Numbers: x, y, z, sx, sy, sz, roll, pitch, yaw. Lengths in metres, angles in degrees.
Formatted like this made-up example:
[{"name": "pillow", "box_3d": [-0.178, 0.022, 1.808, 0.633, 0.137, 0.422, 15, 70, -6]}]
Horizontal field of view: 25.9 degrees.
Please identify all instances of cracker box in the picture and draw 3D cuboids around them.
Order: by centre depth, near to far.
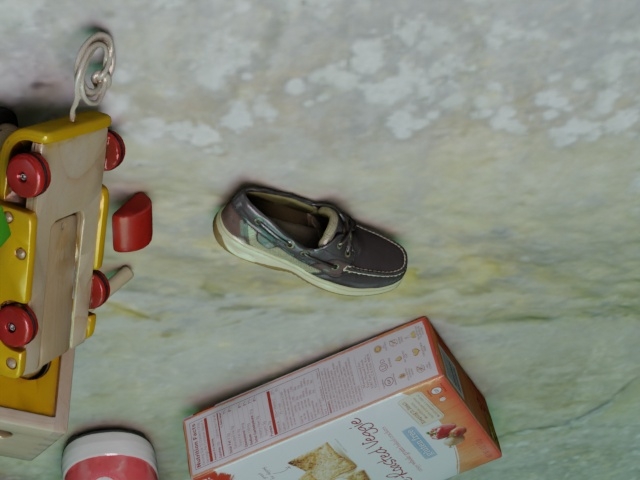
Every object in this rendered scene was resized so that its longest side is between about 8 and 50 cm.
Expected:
[{"name": "cracker box", "box_3d": [0.020, 0.170, 1.195, 0.232, 0.067, 0.156, -24, 139, 13]}]

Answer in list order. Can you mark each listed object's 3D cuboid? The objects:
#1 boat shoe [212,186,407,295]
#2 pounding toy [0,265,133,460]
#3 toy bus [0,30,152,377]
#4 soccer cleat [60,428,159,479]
[{"name": "boat shoe", "box_3d": [0.000, 0.000, 1.000, 0.152, 0.056, 0.049, 12, 142, -23]}, {"name": "pounding toy", "box_3d": [-0.224, 0.079, 1.018, 0.141, 0.130, 0.100, 16, 148, -27]}, {"name": "toy bus", "box_3d": [-0.200, -0.016, 0.902, 0.104, 0.202, 0.191, 16, 154, 20]}, {"name": "soccer cleat", "box_3d": [-0.180, 0.299, 1.293, 0.108, 0.116, 0.318, -6, 141, -3]}]
